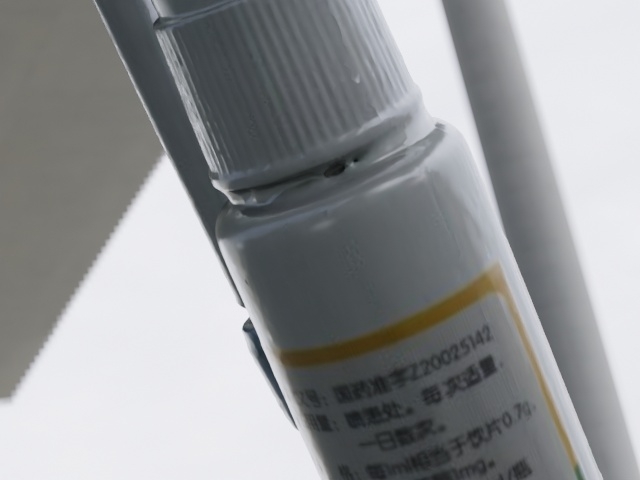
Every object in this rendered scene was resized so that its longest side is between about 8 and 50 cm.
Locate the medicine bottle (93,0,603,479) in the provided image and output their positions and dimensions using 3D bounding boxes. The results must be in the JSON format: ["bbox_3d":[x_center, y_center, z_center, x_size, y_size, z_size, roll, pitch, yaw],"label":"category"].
[{"bbox_3d":[0.000,0.000,0.453,0.061,0.220,0.092,-32,17,-34],"label":"medicine bottle"}]
